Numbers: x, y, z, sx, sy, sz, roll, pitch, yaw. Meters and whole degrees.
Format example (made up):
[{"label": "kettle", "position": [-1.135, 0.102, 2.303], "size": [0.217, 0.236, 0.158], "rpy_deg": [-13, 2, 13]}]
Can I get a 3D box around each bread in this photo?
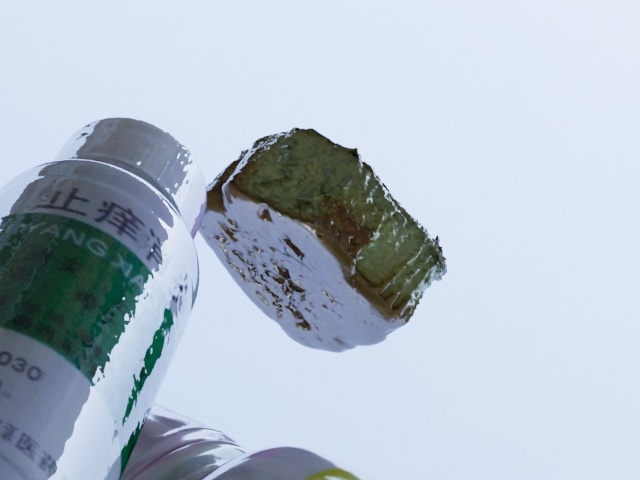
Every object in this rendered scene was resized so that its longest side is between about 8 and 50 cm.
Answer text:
[{"label": "bread", "position": [0.000, 0.000, 1.031], "size": [0.140, 0.128, 0.069], "rpy_deg": [50, -121, -7]}]

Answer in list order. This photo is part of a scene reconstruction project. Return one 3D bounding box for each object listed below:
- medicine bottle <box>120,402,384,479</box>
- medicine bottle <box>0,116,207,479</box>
[{"label": "medicine bottle", "position": [0.013, 0.222, 0.813], "size": [0.379, 0.213, 0.213], "rpy_deg": [21, -112, 30]}, {"label": "medicine bottle", "position": [-0.104, 0.042, 0.627], "size": [0.095, 0.095, 0.260], "rpy_deg": [6, -149, 7]}]
